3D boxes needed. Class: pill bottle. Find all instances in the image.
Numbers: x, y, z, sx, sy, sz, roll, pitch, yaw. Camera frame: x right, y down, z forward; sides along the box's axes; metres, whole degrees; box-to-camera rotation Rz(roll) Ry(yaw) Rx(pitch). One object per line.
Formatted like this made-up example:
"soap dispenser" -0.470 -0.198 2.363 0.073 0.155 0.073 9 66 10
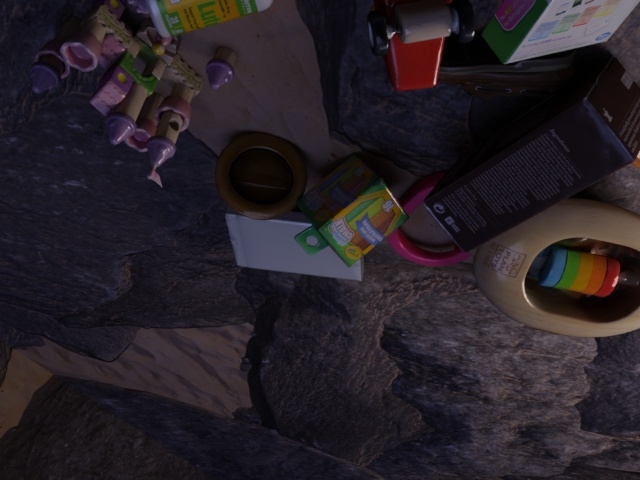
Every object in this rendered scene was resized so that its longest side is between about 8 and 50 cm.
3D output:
"pill bottle" -0.155 -0.419 1.263 0.245 0.136 0.136 -16 140 0

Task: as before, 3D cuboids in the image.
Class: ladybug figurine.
"ladybug figurine" 0.514 0.041 1.643 0.449 0.162 0.305 15 118 -9

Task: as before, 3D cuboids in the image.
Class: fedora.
"fedora" -0.126 -0.134 1.691 0.194 0.195 0.079 16 -179 -4

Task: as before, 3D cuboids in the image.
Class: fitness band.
"fitness band" 0.267 -0.041 1.743 0.208 0.054 0.291 25 141 -15

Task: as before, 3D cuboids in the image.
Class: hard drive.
"hard drive" -0.056 0.008 1.859 0.307 0.040 0.203 7 143 10

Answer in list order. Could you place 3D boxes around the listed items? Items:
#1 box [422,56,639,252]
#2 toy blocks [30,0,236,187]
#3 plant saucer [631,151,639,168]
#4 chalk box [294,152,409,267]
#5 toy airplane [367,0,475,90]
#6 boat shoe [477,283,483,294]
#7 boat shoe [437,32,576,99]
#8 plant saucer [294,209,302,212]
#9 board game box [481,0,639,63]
"box" 0.385 -0.145 1.431 0.143 0.191 0.381 49 136 -5
"toy blocks" -0.336 -0.283 1.437 0.308 0.260 0.288 -19 133 36
"plant saucer" 0.636 -0.187 1.451 0.199 0.037 0.200 8 143 6
"chalk box" 0.047 -0.048 1.652 0.213 0.132 0.132 -41 129 1
"toy airplane" 0.102 -0.457 1.113 0.386 0.272 0.384 35 100 -14
"boat shoe" 0.500 0.102 1.818 0.302 0.103 0.113 22 130 -10
"boat shoe" 0.275 -0.288 1.366 0.307 0.111 0.104 5 142 11
"plant saucer" 0.000 0.000 1.895 0.198 0.036 0.199 9 144 7
"board game box" 0.399 -0.394 1.111 0.242 0.064 0.317 -18 157 -31
